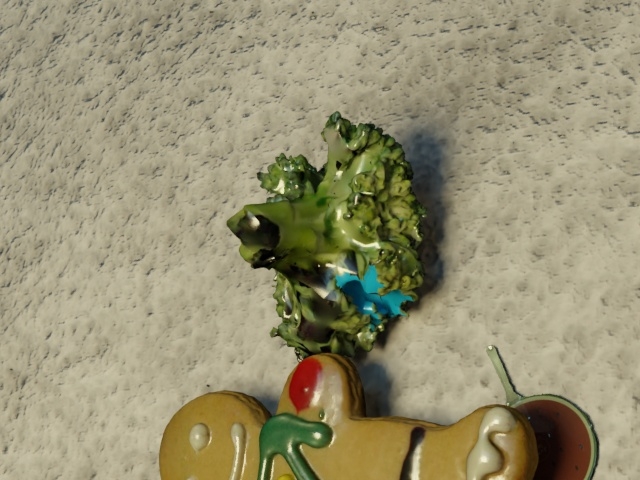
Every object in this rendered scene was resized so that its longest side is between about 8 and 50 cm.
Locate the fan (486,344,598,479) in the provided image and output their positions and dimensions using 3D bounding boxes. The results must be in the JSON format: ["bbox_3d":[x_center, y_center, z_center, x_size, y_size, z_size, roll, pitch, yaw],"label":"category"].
[{"bbox_3d":[0.139,0.125,0.960,0.085,0.005,0.133,-34,54,19],"label":"fan"}]

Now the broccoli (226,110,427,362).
[{"bbox_3d":[0.000,0.000,1.019,0.167,0.160,0.154,-48,65,30],"label":"broccoli"}]

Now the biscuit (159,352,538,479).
[{"bbox_3d":[0.000,0.178,0.981,0.301,0.049,0.197,11,87,37],"label":"biscuit"}]
